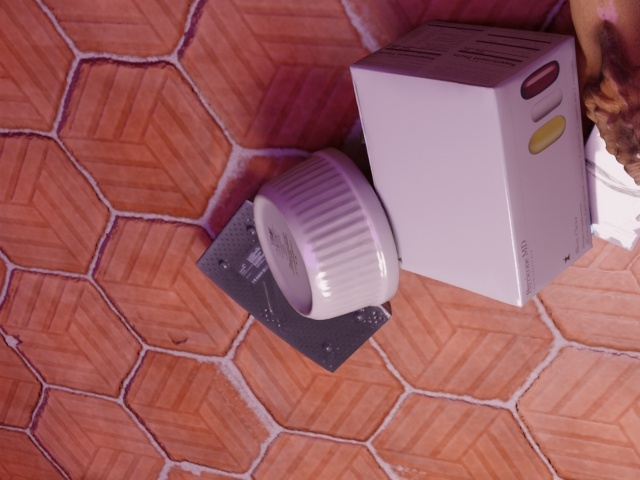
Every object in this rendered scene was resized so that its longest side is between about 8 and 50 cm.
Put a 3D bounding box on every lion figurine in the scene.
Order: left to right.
[{"bbox_3d":[0.285,-0.246,0.996,0.142,0.240,0.392,-20,111,33],"label":"lion figurine"}]

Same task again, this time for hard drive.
[{"bbox_3d":[-0.034,0.058,1.454,0.254,0.054,0.172,39,128,-4],"label":"hard drive"}]

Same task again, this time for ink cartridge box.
[{"bbox_3d":[0.348,-0.089,1.185,0.104,0.060,0.180,24,128,9],"label":"ink cartridge box"}]

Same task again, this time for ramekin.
[{"bbox_3d":[0.000,0.000,1.280,0.207,0.109,0.207,55,160,32],"label":"ramekin"}]

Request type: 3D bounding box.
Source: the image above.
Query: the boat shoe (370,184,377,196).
[{"bbox_3d":[0.086,-0.042,1.341,0.135,0.045,0.050,32,101,10],"label":"boat shoe"}]

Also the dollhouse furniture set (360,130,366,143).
[{"bbox_3d":[0.081,-0.061,1.284,0.076,0.058,0.152,-1,95,15],"label":"dollhouse furniture set"}]

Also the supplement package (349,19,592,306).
[{"bbox_3d":[0.173,-0.091,1.164,0.204,0.145,0.262,18,132,44],"label":"supplement package"}]
